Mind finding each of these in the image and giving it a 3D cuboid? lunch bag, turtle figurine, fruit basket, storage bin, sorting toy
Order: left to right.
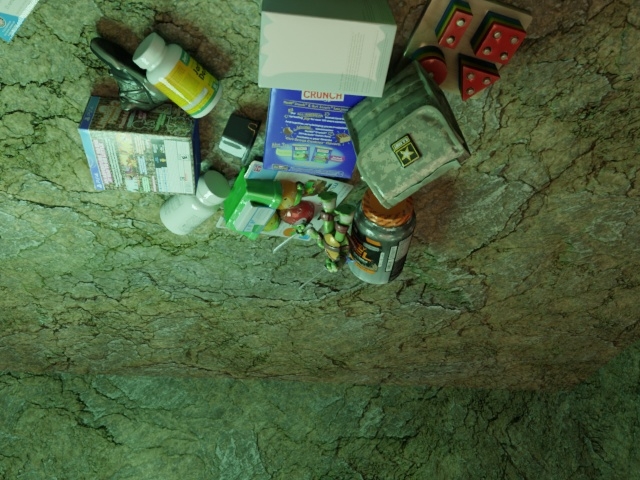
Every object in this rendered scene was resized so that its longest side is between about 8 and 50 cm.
[{"bbox_3d":[-0.227,-0.295,1.492,0.091,0.135,0.098,21,137,-13],"label":"storage bin"},{"bbox_3d":[-0.118,-0.102,1.713,0.353,0.165,0.327,15,139,-25],"label":"fruit basket"},{"bbox_3d":[0.000,0.000,1.646,0.275,0.198,0.266,4,124,-8],"label":"turtle figurine"},{"bbox_3d":[0.206,-0.244,1.273,0.235,0.287,0.169,-33,140,25],"label":"lunch bag"},{"bbox_3d":[0.353,-0.467,1.324,0.257,0.089,0.255,10,141,-15],"label":"sorting toy"}]

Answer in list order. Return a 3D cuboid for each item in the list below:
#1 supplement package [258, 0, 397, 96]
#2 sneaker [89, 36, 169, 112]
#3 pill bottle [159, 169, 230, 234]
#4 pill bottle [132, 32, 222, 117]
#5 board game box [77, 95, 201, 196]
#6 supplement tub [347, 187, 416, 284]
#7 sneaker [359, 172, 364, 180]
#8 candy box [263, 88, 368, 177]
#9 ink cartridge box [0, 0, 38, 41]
[{"bbox_3d":[0.007,-0.462,1.231,0.293,0.175,0.177,3,133,-7],"label":"supplement package"},{"bbox_3d":[-0.505,-0.408,1.357,0.130,0.087,0.227,-35,138,20],"label":"sneaker"},{"bbox_3d":[-0.397,-0.123,1.694,0.229,0.131,0.131,-32,133,33],"label":"pill bottle"},{"bbox_3d":[-0.359,-0.415,1.335,0.117,0.117,0.208,-27,135,28],"label":"pill bottle"},{"bbox_3d":[-0.496,-0.262,1.504,0.291,0.141,0.232,4,142,-7],"label":"board game box"},{"bbox_3d":[0.205,-0.021,1.793,0.207,0.207,0.338,0,141,-3],"label":"supplement tub"},{"bbox_3d":[0.176,-0.257,1.584,0.121,0.099,0.262,4,141,-1],"label":"sneaker"},{"bbox_3d":[-0.012,-0.331,1.455,0.268,0.122,0.317,5,142,-8],"label":"candy box"},{"bbox_3d":[-0.685,-0.573,1.076,0.171,0.168,0.233,-29,134,31],"label":"ink cartridge box"}]
